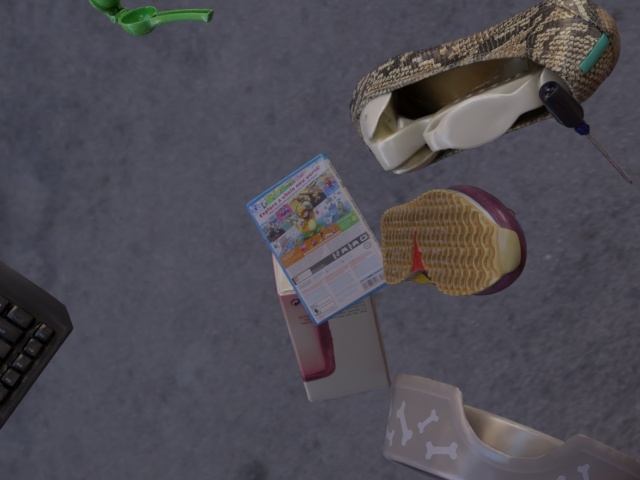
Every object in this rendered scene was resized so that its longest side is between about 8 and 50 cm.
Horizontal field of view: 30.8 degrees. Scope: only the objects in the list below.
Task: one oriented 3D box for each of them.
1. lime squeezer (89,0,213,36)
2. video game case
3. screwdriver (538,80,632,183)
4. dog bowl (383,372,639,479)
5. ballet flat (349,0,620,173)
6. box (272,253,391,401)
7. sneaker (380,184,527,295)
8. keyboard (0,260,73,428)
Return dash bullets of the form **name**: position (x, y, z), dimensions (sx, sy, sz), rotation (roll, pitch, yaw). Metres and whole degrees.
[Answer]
- **lime squeezer**: position (-0.293, -0.358, 1.680), dimensions (0.310, 0.059, 0.110), rotation (33, 157, 13)
- **video game case**: position (0.000, 0.000, 1.340), dimensions (0.119, 0.015, 0.166), rotation (-33, 85, 26)
- **screwdriver**: position (0.238, -0.088, 1.006), dimensions (0.025, 0.170, 0.024), rotation (-4, 62, 45)
- **dog bowl**: position (0.233, 0.273, 1.402), dimensions (0.349, 0.349, 0.102), rotation (14, 76, 38)
- **ballet flat**: position (0.168, -0.174, 1.521), dimensions (0.164, 0.182, 0.483), rotation (49, 144, -19)
- **box**: position (0.015, 0.096, 1.660), dimensions (0.148, 0.127, 0.232), rotation (-99, -3, -49)
- **sneaker**: position (0.101, -0.002, 0.735), dimensions (0.185, 0.084, 0.069), rotation (-173, 79, -74)
- **keyboard**: position (-0.335, 0.034, 0.724), dimensions (0.317, 0.201, 0.033), rotation (34, 151, -4)
